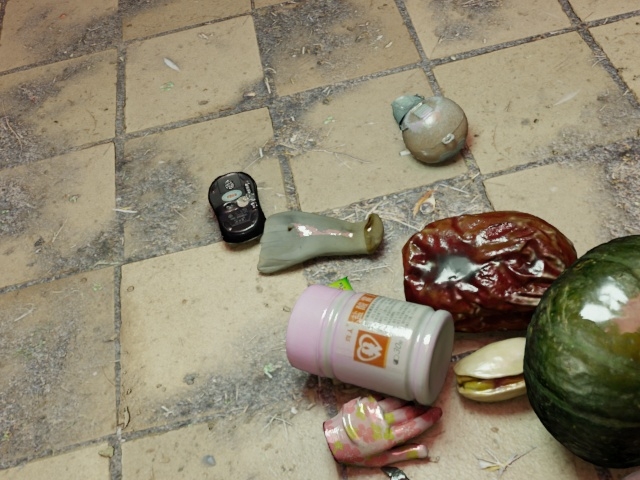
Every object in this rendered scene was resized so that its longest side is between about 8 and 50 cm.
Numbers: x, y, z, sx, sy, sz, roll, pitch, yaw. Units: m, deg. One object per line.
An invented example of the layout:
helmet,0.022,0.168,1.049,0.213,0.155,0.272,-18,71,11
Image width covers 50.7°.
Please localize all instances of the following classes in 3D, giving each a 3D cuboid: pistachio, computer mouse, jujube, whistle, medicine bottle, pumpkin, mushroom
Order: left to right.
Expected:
computer mouse,-0.224,-0.082,1.837,0.137,0.096,0.233,-19,57,3
mushroom,0.000,0.000,1.735,0.329,0.122,0.159,-2,90,11
medicine bottle,0.107,0.216,1.443,0.316,0.202,0.202,10,57,24
whistle,0.300,-0.325,1.897,0.189,0.189,0.348,-22,31,-5
jujube,0.373,0.069,1.503,0.377,0.276,0.276,-4,54,11
pistachio,0.386,0.278,1.448,0.201,0.117,0.145,-20,15,5
pumpkin,0.593,0.208,1.259,0.454,0.454,0.344,-38,40,-16

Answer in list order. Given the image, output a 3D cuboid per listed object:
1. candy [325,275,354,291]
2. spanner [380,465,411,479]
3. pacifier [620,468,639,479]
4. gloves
candy,0.059,0.168,1.636,0.102,0.032,0.178,-25,54,-8
spanner,0.256,0.518,1.350,0.316,0.024,0.087,6,50,16
pacifier,0.615,0.528,1.151,0.238,0.226,0.287,-41,54,4
gloves,0.136,0.388,1.410,0.241,0.126,0.145,-22,48,4
